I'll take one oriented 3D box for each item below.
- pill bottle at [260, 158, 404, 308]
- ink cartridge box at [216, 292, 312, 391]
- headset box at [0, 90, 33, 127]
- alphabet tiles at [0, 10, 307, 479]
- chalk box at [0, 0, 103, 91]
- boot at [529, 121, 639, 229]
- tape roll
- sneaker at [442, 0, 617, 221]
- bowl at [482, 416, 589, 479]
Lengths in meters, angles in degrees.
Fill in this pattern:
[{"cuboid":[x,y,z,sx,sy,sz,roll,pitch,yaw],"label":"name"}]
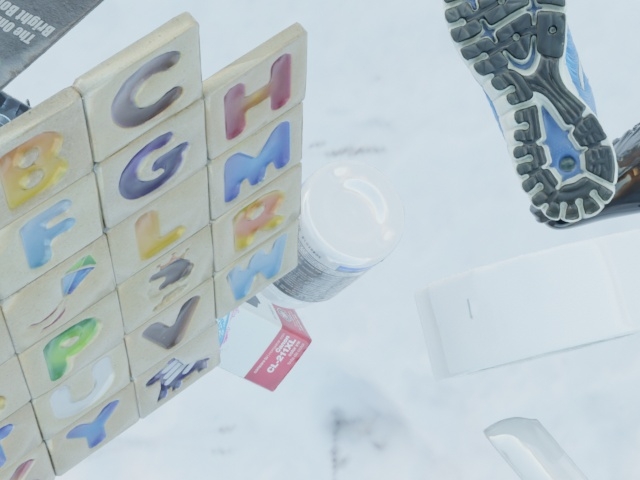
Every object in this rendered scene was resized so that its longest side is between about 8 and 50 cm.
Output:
[{"cuboid":[0.000,0.000,1.223,0.078,0.078,0.137,45,152,-2],"label":"pill bottle"},{"cuboid":[-0.110,0.060,1.699,0.175,0.127,0.072,29,107,-33],"label":"ink cartridge box"},{"cuboid":[-0.328,0.001,1.606,0.131,0.283,0.246,30,170,-7],"label":"headset box"},{"cuboid":[-0.121,0.036,0.810,0.011,0.285,0.342,49,161,21],"label":"alphabet tiles"},{"cuboid":[-0.201,-0.174,0.923,0.213,0.132,0.132,-36,142,22],"label":"chalk box"},{"cuboid":[0.387,-0.023,1.956,0.207,0.246,0.094,58,172,-12],"label":"boot"},{"cuboid":[0.241,0.067,1.770,0.286,0.286,0.100,-18,82,38],"label":"tape roll"},{"cuboid":[0.213,-0.176,1.794,0.129,0.147,0.330,-17,89,6],"label":"sneaker"},{"cuboid":[0.234,0.237,1.757,0.053,0.142,0.142,-40,71,1],"label":"bowl"}]
